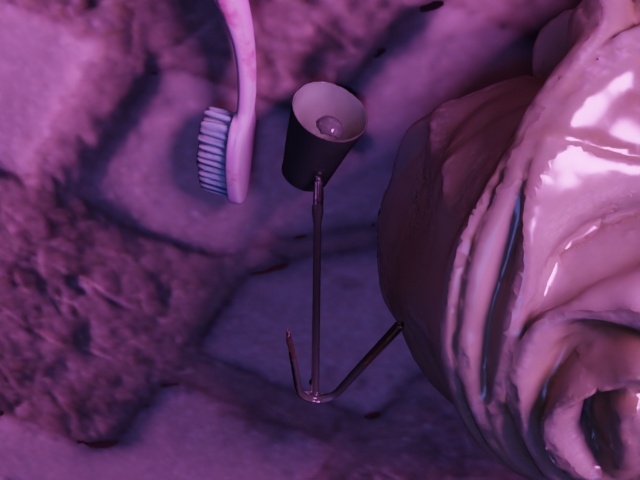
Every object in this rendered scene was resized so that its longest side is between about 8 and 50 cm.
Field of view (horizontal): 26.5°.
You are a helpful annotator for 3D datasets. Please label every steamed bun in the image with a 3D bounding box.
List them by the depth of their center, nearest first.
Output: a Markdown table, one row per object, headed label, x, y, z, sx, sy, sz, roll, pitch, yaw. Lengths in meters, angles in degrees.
| label | x | y | z | sx | sy | sz | roll | pitch | yaw |
| --- | --- | --- | --- | --- | --- | --- | --- | --- | --- |
| steamed bun | 0.125 | 0.019 | 0.487 | 0.218 | 0.144 | 0.211 | 23 | 130 | 0 |

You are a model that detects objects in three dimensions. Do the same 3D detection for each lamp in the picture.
| label | x | y | z | sx | sy | sz | roll | pitch | yaw |
| --- | --- | --- | --- | --- | --- | --- | --- | --- | --- |
| lamp | 0.000 | -0.001 | 0.541 | 0.041 | 0.121 | 0.054 | 6 | 143 | -15 |

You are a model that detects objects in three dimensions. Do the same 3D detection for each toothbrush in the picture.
| label | x | y | z | sx | sy | sz | roll | pitch | yaw |
| --- | --- | --- | --- | --- | --- | --- | --- | --- | --- |
| toothbrush | -0.037 | -0.124 | 0.514 | 0.027 | 0.021 | 0.269 | 7 | 128 | 7 |
